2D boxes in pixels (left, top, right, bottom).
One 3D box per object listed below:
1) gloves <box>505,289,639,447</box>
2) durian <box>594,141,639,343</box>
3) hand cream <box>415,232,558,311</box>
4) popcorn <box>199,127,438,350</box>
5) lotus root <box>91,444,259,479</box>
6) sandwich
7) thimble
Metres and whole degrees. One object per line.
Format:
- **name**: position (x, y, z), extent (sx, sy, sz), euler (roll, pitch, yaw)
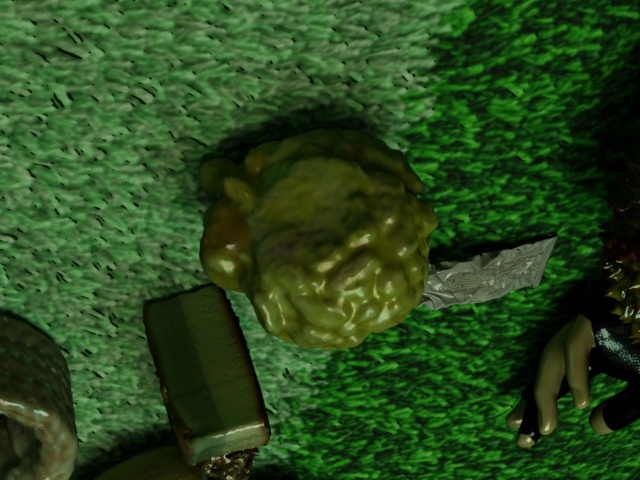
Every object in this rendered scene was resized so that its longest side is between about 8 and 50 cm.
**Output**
- **gloves**: position (0.360, 0.162, 1.773), extent (0.301, 0.152, 0.197), euler (-37, 125, 13)
- **durian**: position (0.464, -0.025, 1.515), extent (0.348, 0.347, 0.384), euler (19, 118, -32)
- **hand cream**: position (0.160, 0.041, 1.666), extent (0.257, 0.050, 0.084), euler (-5, 128, -20)
- **popcorn**: position (0.000, 0.000, 1.467), extent (0.259, 0.259, 0.212), euler (-29, 148, 6)
- **lotus root**: position (-0.214, 0.349, 1.715), extent (0.343, 0.169, 0.151), euler (-35, 174, 13)
- **sandwich**: position (-0.115, 0.188, 1.574), extent (0.108, 0.220, 0.186), euler (-17, 133, -7)
- **thimble**: position (-0.371, 0.186, 1.529), extent (0.196, 0.148, 0.229), euler (-29, 135, 5)
